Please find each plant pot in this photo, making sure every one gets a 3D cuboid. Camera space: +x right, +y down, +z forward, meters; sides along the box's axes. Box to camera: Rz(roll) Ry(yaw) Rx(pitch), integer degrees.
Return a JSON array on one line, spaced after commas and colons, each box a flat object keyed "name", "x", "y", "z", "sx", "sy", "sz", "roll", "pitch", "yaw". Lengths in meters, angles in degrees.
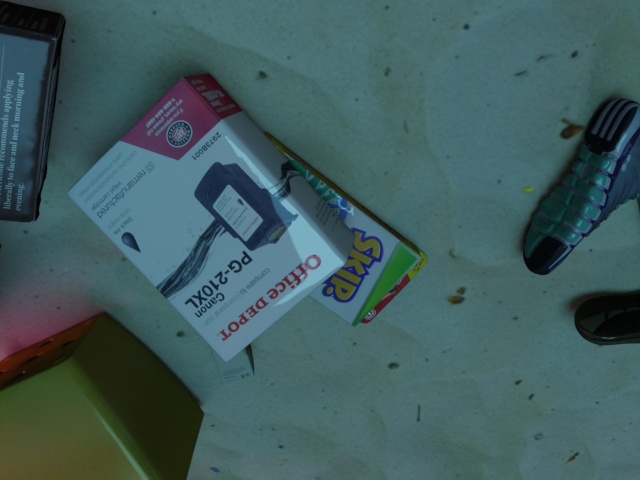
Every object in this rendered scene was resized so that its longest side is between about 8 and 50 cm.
[{"name": "plant pot", "x": -0.283, "y": 0.212, "z": 0.827, "sx": 0.212, "sy": 0.212, "sz": 0.187, "roll": -25, "pitch": 104, "yaw": 5}]

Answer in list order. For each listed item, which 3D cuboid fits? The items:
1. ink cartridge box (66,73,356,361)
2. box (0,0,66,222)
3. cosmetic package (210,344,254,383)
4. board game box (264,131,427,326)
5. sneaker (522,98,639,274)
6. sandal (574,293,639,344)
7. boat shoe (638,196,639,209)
[{"name": "ink cartridge box", "x": -0.104, "y": -0.023, "z": 0.742, "sx": 0.172, "sy": 0.100, "sz": 0.237, "roll": -41, "pitch": 96, "yaw": 15}, {"name": "box", "x": -0.342, "y": -0.131, "z": 0.638, "sx": 0.203, "sy": 0.167, "sz": 0.169, "roll": 8, "pitch": 111, "yaw": -20}, {"name": "cosmetic package", "x": -0.114, "y": 0.107, "z": 0.867, "sx": 0.041, "sy": 0.060, "sz": 0.115, "roll": -14, "pitch": 119, "yaw": -2}, {"name": "board game box", "x": 0.000, "y": 0.000, "z": 0.844, "sx": 0.259, "sy": 0.039, "sz": 0.124, "roll": 35, "pitch": 108, "yaw": -24}, {"name": "sneaker", "x": 0.327, "y": -0.046, "z": 0.836, "sx": 0.098, "sy": 0.083, "sz": 0.224, "roll": 19, "pitch": 112, "yaw": -21}, {"name": "sandal", "x": 0.430, "y": 0.112, "z": 0.927, "sx": 0.219, "sy": 0.090, "sz": 0.060, "roll": -5, "pitch": 133, "yaw": -6}, {"name": "boat shoe", "x": 0.428, "y": -0.005, "z": 0.888, "sx": 0.043, "sy": 0.049, "sz": 0.137, "roll": -23, "pitch": 112, "yaw": 2}]
